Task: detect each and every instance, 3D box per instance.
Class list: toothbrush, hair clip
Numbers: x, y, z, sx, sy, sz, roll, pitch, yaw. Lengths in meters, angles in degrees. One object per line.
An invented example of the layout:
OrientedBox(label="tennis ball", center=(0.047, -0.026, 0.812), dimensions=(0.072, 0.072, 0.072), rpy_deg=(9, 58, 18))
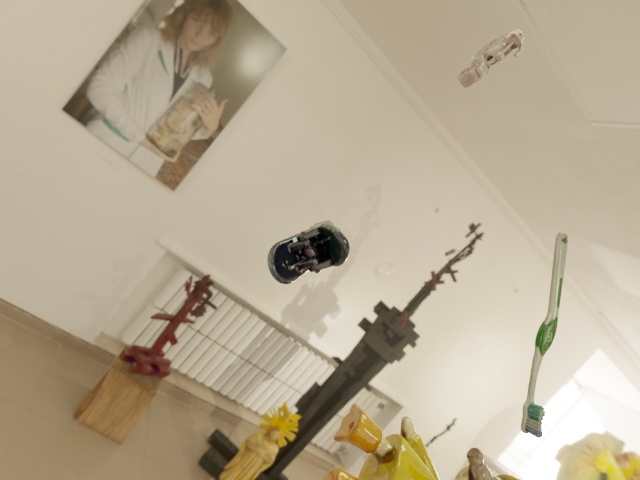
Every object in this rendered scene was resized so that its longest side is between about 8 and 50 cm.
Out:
OrientedBox(label="toothbrush", center=(0.335, 0.134, 0.630), dimensions=(0.030, 0.304, 0.030), rpy_deg=(13, -9, 2))
OrientedBox(label="hair clip", center=(0.000, 0.000, 0.544), dimensions=(0.275, 0.083, 0.048), rpy_deg=(-51, 116, -82))

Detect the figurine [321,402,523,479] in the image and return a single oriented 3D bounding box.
OrientedBox(label="figurine", center=(0.160, 0.376, 0.552), dimensions=(0.343, 0.215, 0.187), rpy_deg=(32, -24, 1))

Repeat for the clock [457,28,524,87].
OrientedBox(label="clock", center=(0.296, -0.319, 0.741), dimensions=(0.041, 0.129, 0.087), rpy_deg=(50, -19, -18))
